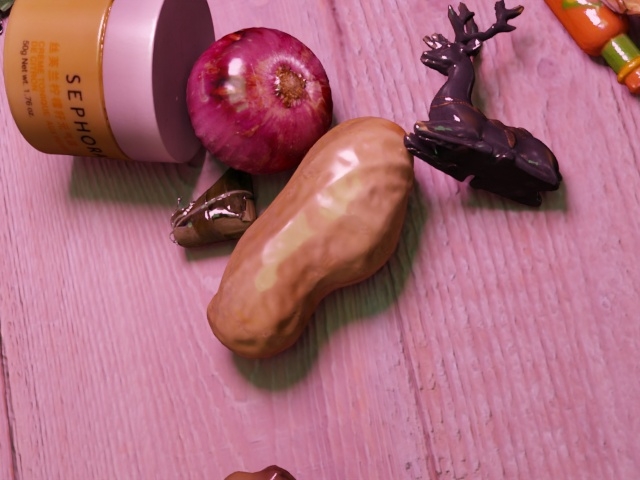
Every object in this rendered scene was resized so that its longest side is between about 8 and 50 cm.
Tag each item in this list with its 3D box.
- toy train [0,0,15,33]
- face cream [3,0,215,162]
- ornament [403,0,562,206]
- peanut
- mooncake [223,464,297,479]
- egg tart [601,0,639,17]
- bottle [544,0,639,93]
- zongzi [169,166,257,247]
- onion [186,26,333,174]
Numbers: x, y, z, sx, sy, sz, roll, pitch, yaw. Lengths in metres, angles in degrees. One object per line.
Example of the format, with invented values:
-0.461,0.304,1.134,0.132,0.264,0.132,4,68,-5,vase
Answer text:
-0.454,-0.341,1.317,0.149,0.081,0.099,-39,70,-2,toy train
-0.242,-0.205,1.166,0.179,0.218,0.218,5,74,12,face cream
0.203,-0.176,1.144,0.202,0.080,0.236,20,59,-18,ornament
0.000,0.000,1.107,0.147,0.147,0.319,36,84,18,peanut
0.018,0.395,0.849,0.246,0.393,0.394,-46,105,-6,mooncake
0.469,-0.361,1.135,0.341,0.129,0.341,-3,72,10,egg tart
0.330,-0.254,1.160,0.069,0.069,0.187,-32,72,0,bottle
-0.133,-0.051,1.192,0.109,0.055,0.119,-12,60,8,zongzi
-0.072,-0.162,1.157,0.153,0.177,0.177,-43,66,37,onion
